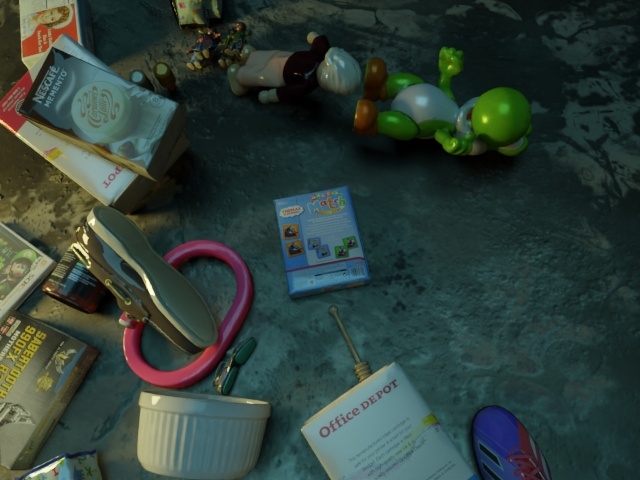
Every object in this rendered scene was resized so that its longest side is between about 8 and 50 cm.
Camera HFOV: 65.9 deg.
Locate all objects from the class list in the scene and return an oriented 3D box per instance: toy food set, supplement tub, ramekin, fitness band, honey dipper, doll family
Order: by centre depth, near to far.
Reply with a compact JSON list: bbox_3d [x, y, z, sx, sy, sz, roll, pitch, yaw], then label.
[{"bbox_3d":[-0.186,0.303,0.779,0.207,0.207,0.109,4,74,6],"label":"ramekin"},{"bbox_3d":[0.053,0.188,0.905,0.030,0.030,0.161,-24,64,-7],"label":"honey dipper"},{"bbox_3d":[-0.252,0.134,0.942,0.209,0.054,0.291,23,70,14],"label":"fitness band"},{"bbox_3d":[-0.445,0.038,0.975,0.106,0.106,0.198,20,67,13],"label":"supplement tub"},{"bbox_3d":[-0.424,-0.303,1.158,0.111,0.104,0.232,18,85,-2],"label":"toy food set"},{"bbox_3d":[-0.254,-0.487,1.222,0.192,0.076,0.111,3,68,13],"label":"doll family"}]

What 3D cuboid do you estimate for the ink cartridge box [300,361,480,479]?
[{"bbox_3d":[0.104,0.330,0.741,0.171,0.168,0.233,-31,74,-10],"label":"ink cartridge box"}]

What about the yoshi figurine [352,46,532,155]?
[{"bbox_3d":[0.255,-0.261,0.975,0.362,0.204,0.203,13,32,2],"label":"yoshi figurine"}]

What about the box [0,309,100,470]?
[{"bbox_3d":[-0.549,0.266,0.900,0.183,0.056,0.231,20,68,14],"label":"box"}]

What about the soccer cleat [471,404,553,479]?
[{"bbox_3d":[0.322,0.402,0.732,0.108,0.116,0.318,-14,65,-2],"label":"soccer cleat"}]

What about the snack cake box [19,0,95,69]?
[{"bbox_3d":[-0.681,-0.547,1.280,0.152,0.089,0.264,-15,65,-5],"label":"snack cake box"}]

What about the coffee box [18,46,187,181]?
[{"bbox_3d":[-0.397,-0.229,0.920,0.246,0.098,0.141,23,83,-3],"label":"coffee box"}]

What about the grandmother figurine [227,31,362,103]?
[{"bbox_3d":[-0.051,-0.372,1.078,0.342,0.104,0.208,21,82,39],"label":"grandmother figurine"}]

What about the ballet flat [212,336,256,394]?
[{"bbox_3d":[-0.162,0.222,0.902,0.041,0.041,0.114,24,68,15],"label":"ballet flat"}]

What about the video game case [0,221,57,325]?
[{"bbox_3d":[-0.674,0.066,1.025,0.190,0.022,0.173,30,70,17],"label":"video game case"}]

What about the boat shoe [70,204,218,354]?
[{"bbox_3d":[-0.316,0.084,0.880,0.097,0.116,0.324,-44,86,14],"label":"boat shoe"}]

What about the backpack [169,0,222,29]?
[{"bbox_3d":[-0.323,-0.658,1.249,0.144,0.188,0.166,-8,64,1],"label":"backpack"}]

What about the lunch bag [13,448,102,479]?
[{"bbox_3d":[-0.436,0.431,0.798,0.151,0.096,0.129,-27,67,7],"label":"lunch bag"}]

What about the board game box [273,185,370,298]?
[{"bbox_3d":[0.000,0.000,0.993,0.160,0.039,0.212,-11,65,-1],"label":"board game box"}]

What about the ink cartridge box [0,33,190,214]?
[{"bbox_3d":[-0.467,-0.234,1.031,0.306,0.131,0.226,39,82,-1],"label":"ink cartridge box"}]
